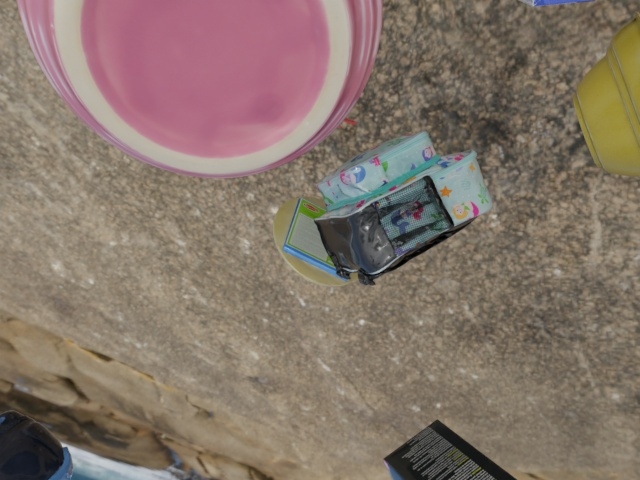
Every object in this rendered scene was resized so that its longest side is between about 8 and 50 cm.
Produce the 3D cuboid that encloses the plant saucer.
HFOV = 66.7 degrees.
[{"bbox_3d":[-0.101,-0.186,0.449,0.332,0.084,0.332,-6,132,-7],"label":"plant saucer"}]

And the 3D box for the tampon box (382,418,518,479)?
[{"bbox_3d":[0.179,0.339,0.628,0.161,0.101,0.120,19,135,65],"label":"tampon box"}]

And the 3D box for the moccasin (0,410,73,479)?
[{"bbox_3d":[-0.395,0.288,0.415,0.117,0.342,0.138,42,127,11],"label":"moccasin"}]

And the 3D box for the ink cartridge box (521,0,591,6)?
[{"bbox_3d":[0.364,-0.432,0.807,0.097,0.207,0.046,-4,125,2],"label":"ink cartridge box"}]

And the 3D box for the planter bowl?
[{"bbox_3d":[0.365,-0.147,0.583,0.090,0.217,0.217,-20,131,34],"label":"planter bowl"}]

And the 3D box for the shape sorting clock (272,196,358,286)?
[{"bbox_3d":[0.000,0.000,0.966,0.206,0.206,0.040,27,142,-13],"label":"shape sorting clock"}]

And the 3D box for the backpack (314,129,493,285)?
[{"bbox_3d":[0.128,-0.063,0.768,0.191,0.253,0.225,71,163,-5],"label":"backpack"}]

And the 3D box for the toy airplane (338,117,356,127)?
[{"bbox_3d":[0.013,-0.271,1.056,0.151,0.151,0.028,22,106,-5],"label":"toy airplane"}]
